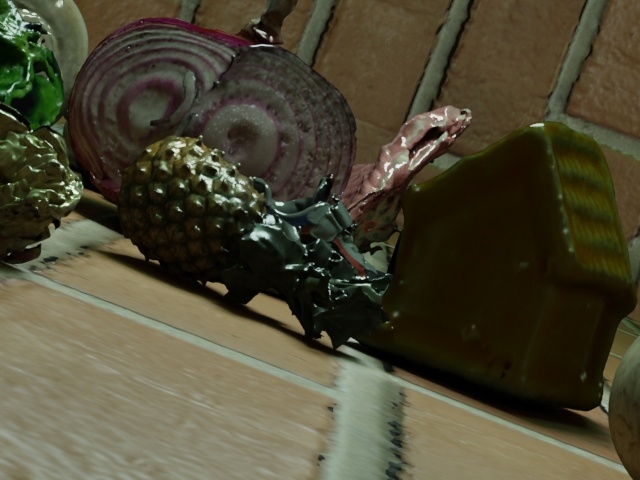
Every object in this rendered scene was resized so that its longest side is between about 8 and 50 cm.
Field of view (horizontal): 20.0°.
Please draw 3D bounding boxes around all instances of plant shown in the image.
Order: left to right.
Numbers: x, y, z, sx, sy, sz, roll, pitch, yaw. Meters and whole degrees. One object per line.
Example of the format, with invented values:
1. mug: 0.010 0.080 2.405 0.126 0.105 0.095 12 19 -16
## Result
1. plant: -0.225 -0.035 1.252 0.116 0.104 0.122 43 -18 8

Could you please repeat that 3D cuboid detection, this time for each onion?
1. onion: -0.115 -0.105 1.804 0.230 0.272 0.256 18 -36 51

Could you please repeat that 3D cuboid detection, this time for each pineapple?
1. pineapple: -0.050 0.006 1.482 0.251 0.125 0.125 31 8 30

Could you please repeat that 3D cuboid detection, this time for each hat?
1. hat: 0.053 -0.040 2.132 0.107 0.237 0.286 52 -30 -1

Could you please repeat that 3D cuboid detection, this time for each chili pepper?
1. chili pepper: -0.457 -0.218 1.911 0.385 0.213 0.167 19 45 20

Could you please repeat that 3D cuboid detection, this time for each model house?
1. model house: 0.179 0.016 1.569 0.173 0.239 0.268 23 5 33

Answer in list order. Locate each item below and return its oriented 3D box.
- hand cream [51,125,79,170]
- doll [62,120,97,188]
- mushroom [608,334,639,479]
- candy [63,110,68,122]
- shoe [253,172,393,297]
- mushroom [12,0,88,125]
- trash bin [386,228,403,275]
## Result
1. hand cream: -0.330 -0.123 2.206 0.194 0.042 0.067 22 -10 30
2. doll: -0.151 -0.096 2.042 0.258 0.154 0.228 14 37 1
3. mushroom: 0.308 0.117 1.218 0.254 0.195 0.189 20 6 37
4. candy: -0.271 -0.110 2.228 0.136 0.038 0.088 25 -35 45
5. shoe: 0.000 0.000 1.690 0.228 0.125 0.099 19 1 -8
6. mushroom: -0.369 -0.204 2.069 0.206 0.206 0.209 21 35 -10
7. trash bin: 0.205 0.065 2.109 0.236 0.101 0.177 18 6 -11
